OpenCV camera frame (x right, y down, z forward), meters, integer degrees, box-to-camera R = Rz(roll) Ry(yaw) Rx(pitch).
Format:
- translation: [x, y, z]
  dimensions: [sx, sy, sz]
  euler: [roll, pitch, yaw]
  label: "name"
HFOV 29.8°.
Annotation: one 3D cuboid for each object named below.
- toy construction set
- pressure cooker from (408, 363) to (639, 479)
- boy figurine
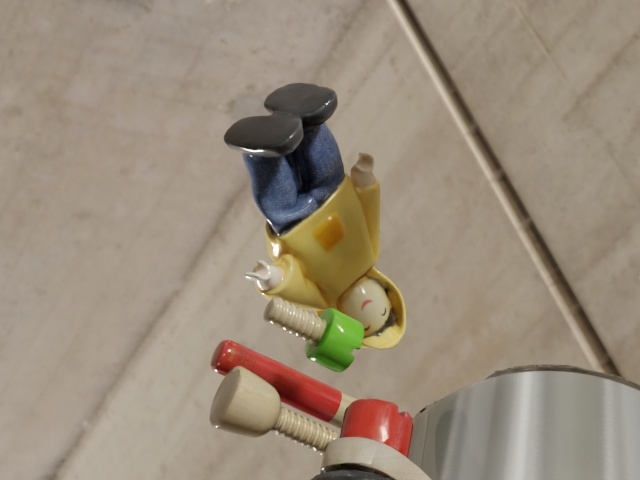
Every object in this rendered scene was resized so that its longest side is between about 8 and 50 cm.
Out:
- translation: [0.043, 0.191, 0.693]
  dimensions: [0.237, 0.309, 0.257]
  euler: [27, -60, -18]
  label: "toy construction set"
- translation: [0.191, 0.351, 1.025]
  dimensions: [0.375, 0.420, 0.370]
  euler: [-18, -73, 19]
  label: "pressure cooker"
- translation: [0.000, 0.000, 1.140]
  dimensions: [0.177, 0.092, 0.285]
  euler: [-42, -53, -30]
  label: "boy figurine"
